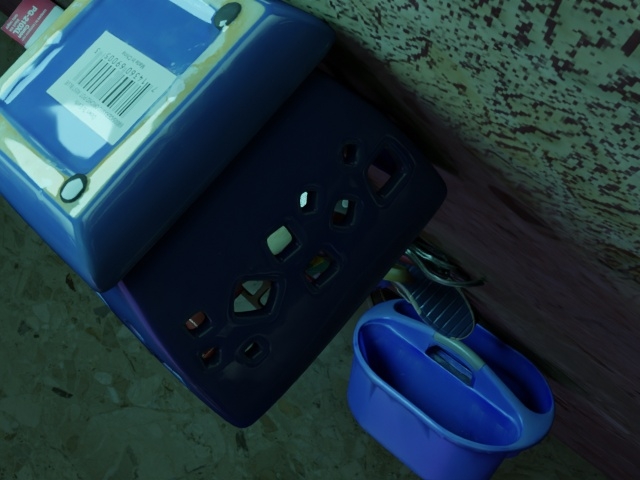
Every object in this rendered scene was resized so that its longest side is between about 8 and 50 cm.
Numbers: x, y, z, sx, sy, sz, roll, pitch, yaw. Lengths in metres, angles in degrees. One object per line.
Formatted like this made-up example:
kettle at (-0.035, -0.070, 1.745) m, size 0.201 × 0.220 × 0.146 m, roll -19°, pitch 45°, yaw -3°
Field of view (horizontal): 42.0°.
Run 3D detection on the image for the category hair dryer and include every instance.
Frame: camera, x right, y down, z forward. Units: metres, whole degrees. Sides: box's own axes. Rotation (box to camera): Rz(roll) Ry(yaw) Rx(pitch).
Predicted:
hair dryer at (0.051, -0.003, 1.022) m, size 0.223 × 0.080 × 0.293 m, roll 37°, pitch 179°, yaw -19°

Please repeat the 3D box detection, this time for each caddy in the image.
caddy at (0.199, 0.228, 1.321) m, size 0.341 × 0.241 × 0.179 m, roll 35°, pitch 132°, yaw 28°

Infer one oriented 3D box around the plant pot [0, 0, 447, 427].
plant pot at (-0.088, -0.053, 0.581) m, size 0.236 × 0.236 × 0.212 m, roll 36°, pitch 170°, yaw 39°

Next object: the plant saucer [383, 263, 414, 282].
plant saucer at (0.079, 0.035, 1.045) m, size 0.083 × 0.015 × 0.083 m, roll 13°, pitch -173°, yaw -2°

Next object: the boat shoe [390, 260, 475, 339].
boat shoe at (0.142, 0.061, 1.153) m, size 0.183 × 0.066 × 0.066 m, roll 48°, pitch -178°, yaw 4°

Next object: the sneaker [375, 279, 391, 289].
sneaker at (0.098, 0.039, 1.394) m, size 0.082 × 0.069 × 0.209 m, roll 2°, pitch 165°, yaw -1°

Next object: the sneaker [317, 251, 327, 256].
sneaker at (-0.038, -0.069, 1.332) m, size 0.234 × 0.084 × 0.097 m, roll 35°, pitch 151°, yaw 30°

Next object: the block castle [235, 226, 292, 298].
block castle at (-0.243, -0.077, 1.314) m, size 0.303 × 0.213 × 0.453 m, roll 61°, pitch 168°, yaw -22°

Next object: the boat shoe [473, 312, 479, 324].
boat shoe at (0.202, 0.104, 1.240) m, size 0.049 × 0.040 × 0.142 m, roll 46°, pitch -179°, yaw 31°

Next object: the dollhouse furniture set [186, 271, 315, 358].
dollhouse furniture set at (-0.101, 0.101, 1.591) m, size 0.152 × 0.374 × 0.201 m, roll 42°, pitch 179°, yaw 4°

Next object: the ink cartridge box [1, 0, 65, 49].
ink cartridge box at (-0.440, -0.333, 1.544) m, size 0.237 × 0.100 × 0.172 m, roll 38°, pitch 178°, yaw 0°

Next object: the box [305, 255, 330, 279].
box at (0.000, 0.000, 1.406) m, size 0.105 × 0.043 × 0.179 m, roll 41°, pitch -154°, yaw -43°

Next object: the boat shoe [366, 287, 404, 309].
boat shoe at (0.196, 0.176, 1.880) m, size 0.305 × 0.091 × 0.109 m, roll 44°, pitch -150°, yaw -47°

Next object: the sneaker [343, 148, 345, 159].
sneaker at (-0.011, -0.075, 0.824) m, size 0.071 × 0.068 × 0.170 m, roll 32°, pitch 176°, yaw -2°
